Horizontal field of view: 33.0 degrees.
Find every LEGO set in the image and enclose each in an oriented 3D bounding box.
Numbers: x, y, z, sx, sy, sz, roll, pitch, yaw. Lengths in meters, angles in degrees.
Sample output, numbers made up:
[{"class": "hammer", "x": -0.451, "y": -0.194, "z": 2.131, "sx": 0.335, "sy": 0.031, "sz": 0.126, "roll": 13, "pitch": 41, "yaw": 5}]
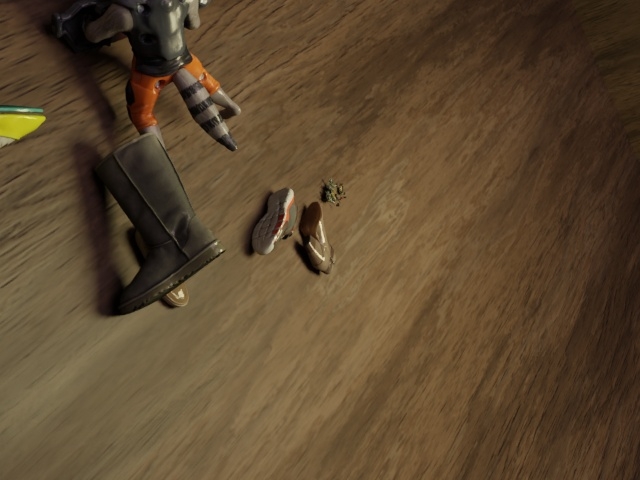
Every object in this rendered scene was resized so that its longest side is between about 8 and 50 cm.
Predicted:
[{"class": "LEGO set", "x": 0.023, "y": -0.087, "z": 2.039, "sx": 0.083, "sy": 0.023, "sz": 0.054, "roll": 23, "pitch": 58, "yaw": -65}]

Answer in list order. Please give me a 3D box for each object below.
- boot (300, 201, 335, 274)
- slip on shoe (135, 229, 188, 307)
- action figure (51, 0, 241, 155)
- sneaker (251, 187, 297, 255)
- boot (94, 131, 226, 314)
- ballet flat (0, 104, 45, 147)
[{"class": "boot", "x": 0.000, "y": 0.000, "z": 1.949, "sx": 0.087, "sy": 0.042, "sz": 0.118, "roll": 51, "pitch": 40, "yaw": -40}, {"class": "slip on shoe", "x": -0.226, "y": 0.036, "z": 1.598, "sx": 0.051, "sy": 0.041, "sz": 0.135, "roll": -34, "pitch": 104, "yaw": -56}, {"class": "action figure", "x": -0.198, "y": -0.306, "z": 1.605, "sx": 0.341, "sy": 0.178, "sz": 0.330, "roll": -34, "pitch": 124, "yaw": -26}, {"class": "sneaker", "x": -0.066, "y": -0.022, "z": 1.843, "sx": 0.065, "sy": 0.061, "sz": 0.158, "roll": 58, "pitch": 36, "yaw": -32}, {"class": "boot", "x": -0.257, "y": -0.024, "z": 1.533, "sx": 0.189, "sy": 0.076, "sz": 0.208, "roll": -36, "pitch": 89, "yaw": -11}, {"class": "ballet flat", "x": -0.447, "y": -0.139, "z": 1.344, "sx": 0.231, "sy": 0.077, "sz": 0.077, "roll": 1, "pitch": 95, "yaw": -52}]
